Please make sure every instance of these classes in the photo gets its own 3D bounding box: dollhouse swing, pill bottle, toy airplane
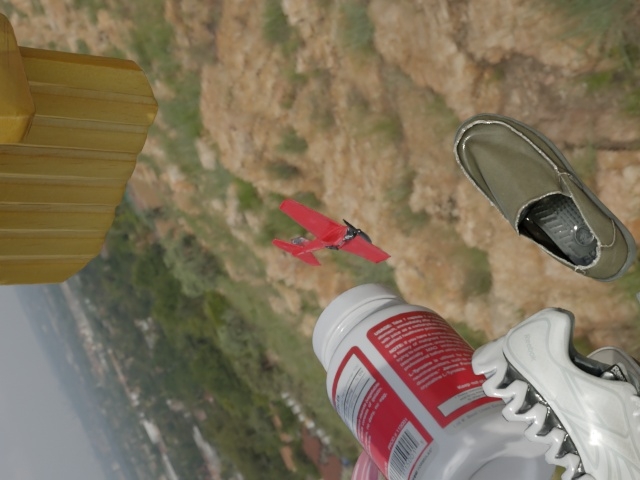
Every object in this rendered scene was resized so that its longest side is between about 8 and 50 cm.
[{"bbox_3d":[-0.304,-0.011,1.011,0.347,0.305,0.315,-62,36,25],"label":"dollhouse swing"},{"bbox_3d":[0.152,0.243,1.564,0.407,0.229,0.229,48,156,48],"label":"pill bottle"},{"bbox_3d":[0.000,0.000,1.166,0.151,0.028,0.151,17,160,6],"label":"toy airplane"}]

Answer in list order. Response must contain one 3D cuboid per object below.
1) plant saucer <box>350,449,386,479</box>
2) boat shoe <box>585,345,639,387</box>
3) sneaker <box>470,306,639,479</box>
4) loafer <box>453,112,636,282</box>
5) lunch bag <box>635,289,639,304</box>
[{"bbox_3d":[0.216,0.436,1.758,0.332,0.332,0.084,56,156,30],"label":"plant saucer"},{"bbox_3d":[0.447,0.255,1.352,0.095,0.112,0.335,47,-171,-25],"label":"boat shoe"},{"bbox_3d":[0.276,0.192,0.984,0.292,0.118,0.110,50,-169,10],"label":"sneaker"},{"bbox_3d":[0.241,-0.054,1.139,0.251,0.087,0.094,44,112,22],"label":"loafer"},{"bbox_3d":[0.509,0.002,1.050,0.169,0.287,0.235,51,157,8],"label":"lunch bag"}]
